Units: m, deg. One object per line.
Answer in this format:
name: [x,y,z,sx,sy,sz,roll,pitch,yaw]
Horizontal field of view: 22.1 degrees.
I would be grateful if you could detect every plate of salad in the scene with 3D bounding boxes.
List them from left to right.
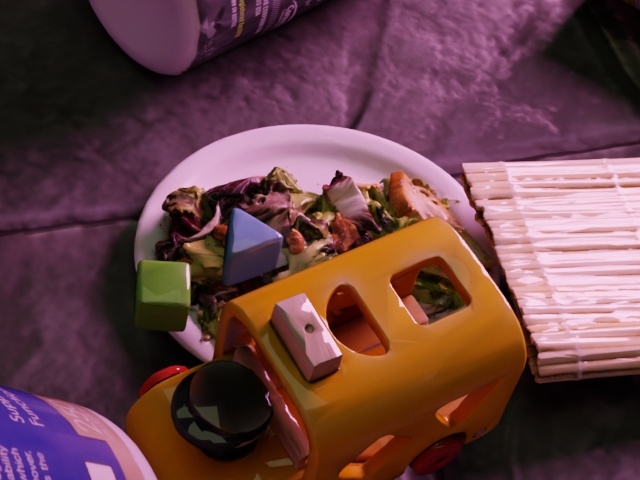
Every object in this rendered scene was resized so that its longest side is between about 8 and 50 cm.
plate of salad: [0.000,0.000,0.885,0.200,0.048,0.199,4,48,-4]

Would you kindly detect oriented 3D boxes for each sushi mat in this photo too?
sushi mat: [0.241,0.006,0.909,0.317,0.019,0.151,-3,47,-18]

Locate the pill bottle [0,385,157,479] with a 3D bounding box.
pill bottle: [-0.188,0.115,0.598,0.265,0.153,0.153,23,24,-54]

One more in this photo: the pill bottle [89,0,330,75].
pill bottle: [-0.021,-0.205,1.014,0.246,0.130,0.130,-30,58,-30]

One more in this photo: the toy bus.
toy bus: [-0.007,0.065,0.750,0.191,0.104,0.202,16,54,1]

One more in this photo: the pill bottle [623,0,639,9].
pill bottle: [0.283,-0.167,1.026,0.208,0.117,0.117,33,52,22]
